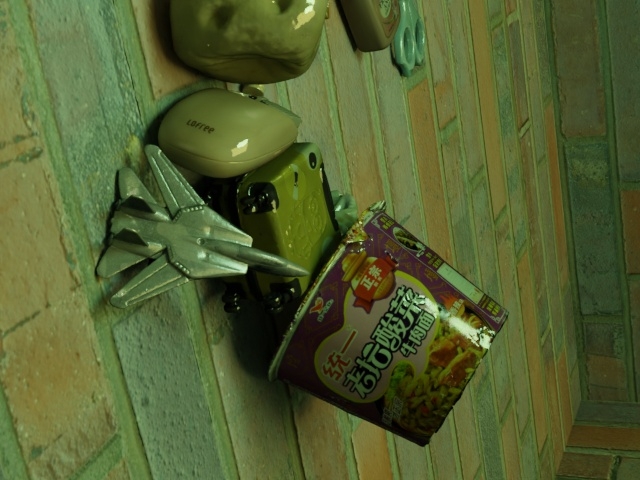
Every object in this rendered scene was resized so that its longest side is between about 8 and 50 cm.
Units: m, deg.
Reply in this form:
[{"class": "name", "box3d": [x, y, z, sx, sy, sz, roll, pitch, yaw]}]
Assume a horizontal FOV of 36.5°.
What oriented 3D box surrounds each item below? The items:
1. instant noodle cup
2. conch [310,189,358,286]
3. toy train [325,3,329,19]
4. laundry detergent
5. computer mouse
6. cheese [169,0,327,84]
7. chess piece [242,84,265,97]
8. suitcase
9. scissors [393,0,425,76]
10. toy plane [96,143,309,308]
[{"class": "instant noodle cup", "box3d": [0.116, 0.145, 1.498, 0.340, 0.266, 0.340, -55, 169, -17]}, {"class": "conch", "box3d": [0.012, -0.005, 1.632, 0.106, 0.116, 0.173, 92, 1, -48]}, {"class": "toy train", "box3d": [-0.026, -0.448, 1.598, 0.127, 0.089, 0.219, -13, 100, -75]}, {"class": "laundry detergent", "box3d": [0.083, -0.497, 1.848, 0.237, 0.076, 0.171, 64, 34, -38]}, {"class": "computer mouse", "box3d": [-0.120, -0.154, 1.316, 0.236, 0.145, 0.082, -36, 143, -58]}, {"class": "cheese", "box3d": [-0.089, -0.290, 1.323, 0.235, 0.218, 0.117, 5, 80, -43]}, {"class": "chess piece", "box3d": [-0.097, -0.265, 1.502, 0.035, 0.035, 0.092, 50, 42, -53]}, {"class": "suitcase", "box3d": [-0.078, -0.025, 1.403, 0.235, 0.143, 0.194, -48, 131, -54]}, {"class": "scissors", "box3d": [0.174, -0.538, 2.087, 0.191, 0.029, 0.360, -49, 132, -56]}, {"class": "toy plane", "box3d": [-0.142, 0.010, 1.234, 0.267, 0.088, 0.212, 19, 69, -29]}]
